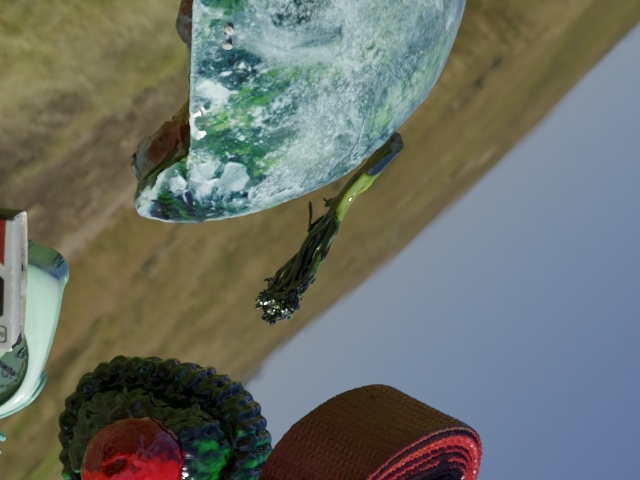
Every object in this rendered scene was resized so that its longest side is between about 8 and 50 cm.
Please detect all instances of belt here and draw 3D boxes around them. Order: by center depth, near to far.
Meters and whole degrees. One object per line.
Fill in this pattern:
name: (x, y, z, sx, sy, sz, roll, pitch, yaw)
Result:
belt: (0.049, 0.208, 1.468, 0.201, 0.124, 0.128, -21, 124, -43)

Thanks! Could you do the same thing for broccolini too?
broccolini: (0.004, -0.007, 1.819, 0.271, 0.062, 0.123, -53, -159, 32)

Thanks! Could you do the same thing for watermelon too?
watermelon: (-0.045, -0.184, 1.081, 0.320, 0.213, 0.289, -43, 136, -18)

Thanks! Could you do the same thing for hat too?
hat: (-0.217, 0.254, 2.143, 0.274, 0.242, 0.332, -13, 172, 9)

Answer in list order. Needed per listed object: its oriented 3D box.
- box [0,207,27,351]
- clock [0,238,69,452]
box: (-0.329, 0.023, 1.405, 0.036, 0.177, 0.115, -53, 149, -73)
clock: (-0.325, 0.095, 1.595, 0.066, 0.159, 0.211, -66, 169, -72)
